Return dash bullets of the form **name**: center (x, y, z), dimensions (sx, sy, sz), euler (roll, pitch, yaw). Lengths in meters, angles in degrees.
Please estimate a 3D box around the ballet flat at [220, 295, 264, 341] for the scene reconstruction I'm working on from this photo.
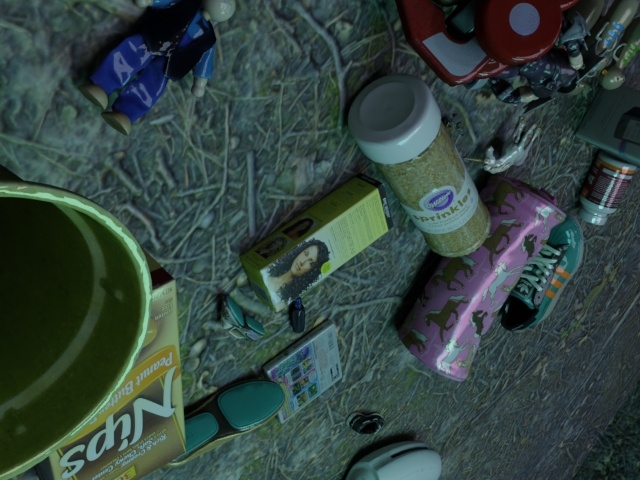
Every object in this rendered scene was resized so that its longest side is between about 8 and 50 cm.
- **ballet flat**: center (-0.122, 0.119, 1.063), dimensions (0.041, 0.041, 0.114), euler (-48, 141, -7)

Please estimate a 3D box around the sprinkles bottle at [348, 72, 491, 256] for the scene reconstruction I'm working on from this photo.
- **sprinkles bottle**: center (0.162, -0.100, 1.117), dimensions (0.121, 0.121, 0.355), euler (-50, 143, -4)

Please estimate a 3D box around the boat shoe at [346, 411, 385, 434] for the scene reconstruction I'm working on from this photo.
- **boat shoe**: center (0.100, 0.376, 1.495), dimensions (0.046, 0.038, 0.125), euler (-55, 143, 3)

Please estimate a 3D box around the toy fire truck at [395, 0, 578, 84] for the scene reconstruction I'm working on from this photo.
- **toy fire truck**: center (0.211, -0.355, 0.903), dimensions (0.302, 0.169, 0.254), euler (-43, 98, 0)

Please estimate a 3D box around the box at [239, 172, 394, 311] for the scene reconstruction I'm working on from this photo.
- **box**: center (0.000, 0.000, 1.070), dimensions (0.232, 0.058, 0.087), euler (-37, 131, -21)

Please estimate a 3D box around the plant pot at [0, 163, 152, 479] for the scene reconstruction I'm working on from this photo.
- **plant pot**: center (-0.321, 0.021, 0.597), dimensions (0.276, 0.254, 0.276), euler (-27, 136, -29)

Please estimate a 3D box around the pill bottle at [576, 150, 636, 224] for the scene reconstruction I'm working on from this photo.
- **pill bottle**: center (0.626, -0.115, 1.620), dimensions (0.086, 0.086, 0.152), euler (-9, 125, -43)

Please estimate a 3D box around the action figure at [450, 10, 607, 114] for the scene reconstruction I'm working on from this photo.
- **action figure**: center (0.307, -0.276, 1.114), dimensions (0.285, 0.099, 0.185), euler (5, 141, -36)

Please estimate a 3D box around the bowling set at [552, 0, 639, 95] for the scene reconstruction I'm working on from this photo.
- **bowling set**: center (0.467, -0.318, 1.212), dimensions (0.287, 0.200, 0.154), euler (16, 108, -47)

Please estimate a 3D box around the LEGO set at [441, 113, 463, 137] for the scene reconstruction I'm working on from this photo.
- **LEGO set**: center (0.195, -0.184, 1.172), dimensions (0.083, 0.023, 0.054), euler (38, 87, -40)

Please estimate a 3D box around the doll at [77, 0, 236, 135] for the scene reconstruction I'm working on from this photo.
- **doll**: center (-0.158, -0.196, 0.766), dimensions (0.189, 0.046, 0.129), euler (-50, 134, -14)

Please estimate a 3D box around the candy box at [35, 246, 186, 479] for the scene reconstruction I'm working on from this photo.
- **candy box**: center (-0.270, 0.181, 0.912), dimensions (0.183, 0.087, 0.317), euler (-23, 134, -33)

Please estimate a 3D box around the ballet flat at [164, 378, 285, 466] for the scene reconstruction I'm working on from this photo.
- **ballet flat**: center (-0.162, 0.280, 1.135), dimensions (0.232, 0.080, 0.073), euler (-18, 159, -34)

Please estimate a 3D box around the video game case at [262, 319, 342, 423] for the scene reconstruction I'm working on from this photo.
- **video game case**: center (-0.027, 0.226, 1.261), dimensions (0.143, 0.019, 0.157), euler (-33, 139, -23)

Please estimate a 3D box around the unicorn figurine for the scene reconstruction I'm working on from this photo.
- **unicorn figurine**: center (0.339, -0.163, 1.301), dimensions (0.162, 0.060, 0.111), euler (14, 108, -50)

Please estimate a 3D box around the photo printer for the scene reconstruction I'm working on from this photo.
- **photo printer**: center (0.135, 0.587, 1.642), dimensions (0.256, 0.107, 0.308), euler (4, 116, -48)

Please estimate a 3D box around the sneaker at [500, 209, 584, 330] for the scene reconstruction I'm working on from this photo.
- **sneaker**: center (0.475, 0.079, 1.597), dimensions (0.121, 0.108, 0.302), euler (-23, 135, -39)

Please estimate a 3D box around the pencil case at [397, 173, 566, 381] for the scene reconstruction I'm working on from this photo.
- **pencil case**: center (0.296, 0.063, 1.358), dimensions (0.386, 0.160, 0.167), euler (-62, 171, 10)

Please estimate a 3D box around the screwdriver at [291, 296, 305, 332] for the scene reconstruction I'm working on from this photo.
- **screwdriver**: center (-0.037, 0.077, 1.130), dimensions (0.025, 0.024, 0.170), euler (-57, 153, -46)

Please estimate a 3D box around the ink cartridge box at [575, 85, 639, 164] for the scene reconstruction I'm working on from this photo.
- **ink cartridge box**: center (0.673, -0.179, 1.390), dimensions (0.226, 0.306, 0.131), euler (21, 103, -23)
